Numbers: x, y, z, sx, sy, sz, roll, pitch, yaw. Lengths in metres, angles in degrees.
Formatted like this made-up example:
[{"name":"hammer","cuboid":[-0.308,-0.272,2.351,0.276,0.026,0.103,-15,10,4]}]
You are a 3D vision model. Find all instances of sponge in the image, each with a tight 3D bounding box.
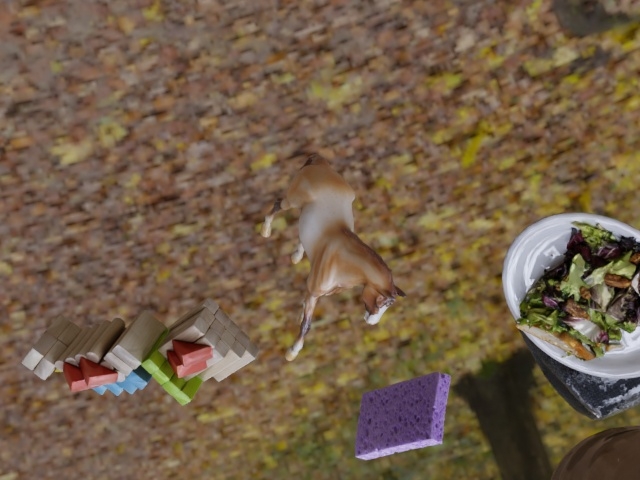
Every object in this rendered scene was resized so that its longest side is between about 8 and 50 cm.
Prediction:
[{"name":"sponge","cuboid":[0.135,0.296,1.940,0.031,0.117,0.210,24,151,-28]}]

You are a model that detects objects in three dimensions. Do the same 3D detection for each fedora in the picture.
[{"name":"fedora","cuboid":[0.377,0.134,1.653,0.153,0.334,0.334,-34,161,1]}]

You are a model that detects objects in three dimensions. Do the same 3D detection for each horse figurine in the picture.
[{"name":"horse figurine","cuboid":[0.000,0.000,1.225,0.066,0.263,0.174,9,139,-25]}]

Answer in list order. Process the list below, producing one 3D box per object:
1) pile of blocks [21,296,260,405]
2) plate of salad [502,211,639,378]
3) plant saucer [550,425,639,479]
[{"name":"pile of blocks","cuboid":[-0.268,0.182,1.611,0.362,0.149,0.112,-7,-151,27]},{"name":"plate of salad","cuboid":[0.273,0.063,1.166,0.200,0.200,0.048,-36,-175,45]},{"name":"plant saucer","cuboid":[0.346,0.283,1.080,0.278,0.277,0.041,-8,140,-27]}]
